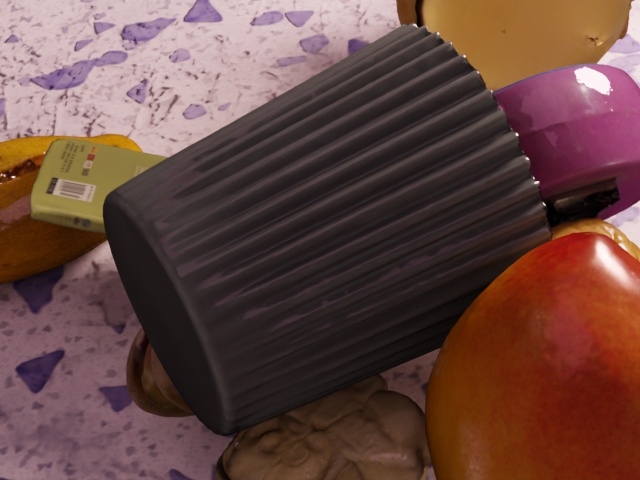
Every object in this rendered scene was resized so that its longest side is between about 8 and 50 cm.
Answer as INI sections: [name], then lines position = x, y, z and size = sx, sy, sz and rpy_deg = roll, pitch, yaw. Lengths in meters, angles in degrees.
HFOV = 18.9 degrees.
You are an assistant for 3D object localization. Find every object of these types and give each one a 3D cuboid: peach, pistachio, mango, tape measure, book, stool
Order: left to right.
[mango]
position = -0.321, -0.046, 2.148
size = 0.295, 0.120, 0.177
rpy_deg = -29, 46, -20
[book]
position = -0.123, -0.032, 2.011
size = 0.352, 0.035, 0.239
rpy_deg = 12, 17, -4
[pistachio]
position = -0.097, 0.097, 1.927
size = 0.144, 0.144, 0.215
rpy_deg = 28, 45, 36
[stool]
position = 0.000, 0.000, 1.762
size = 0.330, 0.297, 0.297
rpy_deg = -26, 43, -16
[tape measure]
position = 0.236, -0.073, 1.990
size = 0.231, 0.245, 0.149
rpy_deg = -15, 72, -2
[peach]
position = 0.229, 0.162, 1.651
size = 0.288, 0.308, 0.289
rpy_deg = -4, 41, 4

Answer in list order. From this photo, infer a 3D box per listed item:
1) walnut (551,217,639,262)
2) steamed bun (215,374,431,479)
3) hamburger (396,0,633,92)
[walnut]
position = 0.258, 0.059, 1.889
size = 0.144, 0.144, 0.180
rpy_deg = -4, 43, 7
[steamed bun]
position = 0.020, 0.214, 1.797
size = 0.192, 0.106, 0.177
rpy_deg = 13, 49, 37
[hamburger]
position = 0.217, -0.317, 2.254
size = 0.276, 0.276, 0.237
rpy_deg = -14, 30, -4
